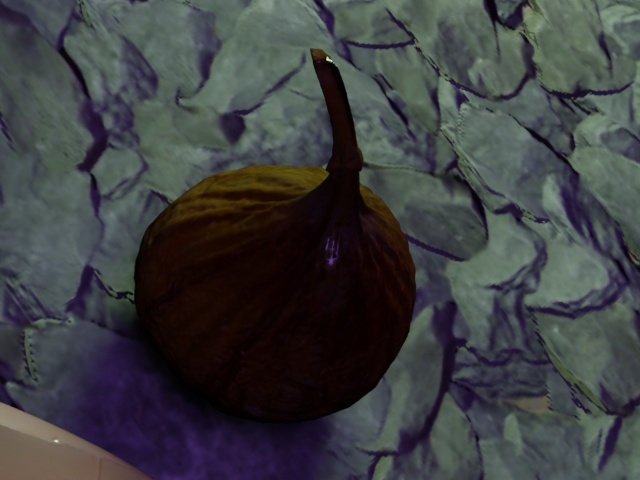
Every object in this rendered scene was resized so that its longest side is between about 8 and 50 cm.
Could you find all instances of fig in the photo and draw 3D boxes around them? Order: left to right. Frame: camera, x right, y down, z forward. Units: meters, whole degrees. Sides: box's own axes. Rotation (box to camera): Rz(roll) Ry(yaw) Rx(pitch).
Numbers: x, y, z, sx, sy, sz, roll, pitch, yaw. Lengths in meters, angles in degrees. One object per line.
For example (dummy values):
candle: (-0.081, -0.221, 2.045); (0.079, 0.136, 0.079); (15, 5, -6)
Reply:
fig: (0.000, 0.000, 0.711); (0.146, 0.201, 0.133); (-10, 63, -35)

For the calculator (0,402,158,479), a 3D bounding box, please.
calculator: (-0.192, 0.103, 0.584); (0.330, 0.048, 0.220); (23, 16, -14)
